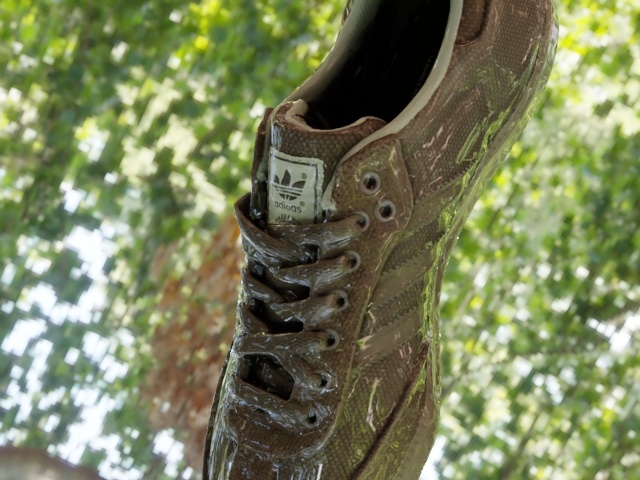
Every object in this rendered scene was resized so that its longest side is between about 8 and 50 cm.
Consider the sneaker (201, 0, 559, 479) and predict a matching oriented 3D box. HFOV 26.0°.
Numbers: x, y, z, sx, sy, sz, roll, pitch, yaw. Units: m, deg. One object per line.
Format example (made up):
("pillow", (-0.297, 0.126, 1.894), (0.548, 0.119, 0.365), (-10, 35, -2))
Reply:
("sneaker", (0.000, 0.000, 0.359), (0.066, 0.188, 0.071), (14, 170, 39))
